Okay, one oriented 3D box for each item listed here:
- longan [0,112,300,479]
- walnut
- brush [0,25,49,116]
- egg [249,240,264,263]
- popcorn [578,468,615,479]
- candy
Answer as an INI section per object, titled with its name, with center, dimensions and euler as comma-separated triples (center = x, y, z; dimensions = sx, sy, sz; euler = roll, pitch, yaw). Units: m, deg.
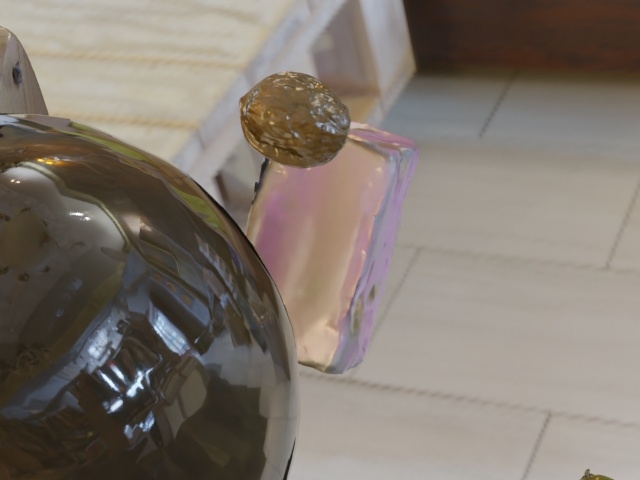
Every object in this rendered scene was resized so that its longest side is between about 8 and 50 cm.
[longan]
center = -0.131, 0.069, 0.617
dimensions = 0.258, 0.258, 0.258
euler = -10, 38, 7
[walnut]
center = -0.023, -0.102, 1.231
dimensions = 0.096, 0.079, 0.082
euler = 19, 75, -11
[brush]
center = -0.240, -0.055, 1.264
dimensions = 0.166, 0.266, 0.174
euler = 0, 19, 14
[egg]
center = -0.083, 0.028, 1.304
dimensions = 0.071, 0.083, 0.071
euler = -4, 45, 4
[popcorn]
center = 0.346, 0.478, 1.898
dimensions = 0.321, 0.325, 0.290
euler = -35, 45, -15
[candy]
center = 0.000, 0.000, 1.621
dimensions = 0.155, 0.265, 0.116
euler = 17, 12, 15
